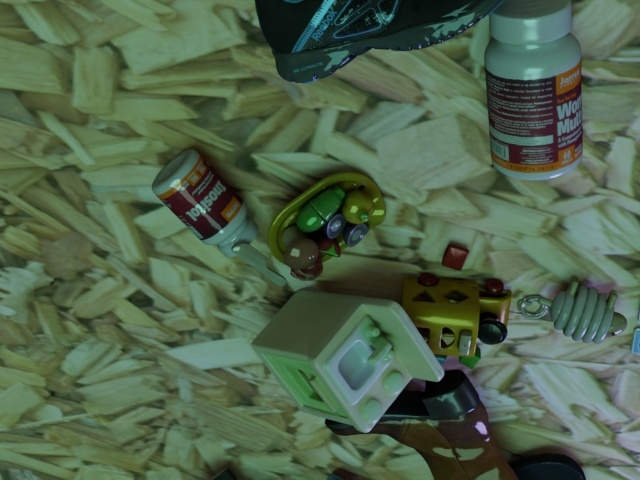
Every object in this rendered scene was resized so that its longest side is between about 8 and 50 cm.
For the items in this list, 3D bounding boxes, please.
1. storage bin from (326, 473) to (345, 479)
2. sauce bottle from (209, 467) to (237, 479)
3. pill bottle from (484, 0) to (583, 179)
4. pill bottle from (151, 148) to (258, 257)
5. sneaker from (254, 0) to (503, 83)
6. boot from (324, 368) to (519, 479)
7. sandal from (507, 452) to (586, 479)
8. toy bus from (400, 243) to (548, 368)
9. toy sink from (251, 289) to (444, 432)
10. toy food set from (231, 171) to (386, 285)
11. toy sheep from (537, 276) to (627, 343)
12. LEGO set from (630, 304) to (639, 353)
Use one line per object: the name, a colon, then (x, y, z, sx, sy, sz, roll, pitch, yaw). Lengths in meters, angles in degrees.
storage bin: (0.047, 0.474, 1.903, 0.091, 0.098, 0.135, 22, 83, -20)
sauce bottle: (-0.080, 0.541, 1.907, 0.111, 0.111, 0.344, -42, 80, 28)
pill bottle: (0.271, -0.198, 1.439, 0.121, 0.121, 0.221, -4, 123, 9)
pill bottle: (-0.160, -0.050, 1.610, 0.086, 0.086, 0.152, -33, 114, 25)
sneaker: (0.079, -0.305, 1.391, 0.340, 0.125, 0.140, -18, 117, 16)
boot: (0.171, 0.347, 1.810, 0.264, 0.096, 0.280, -19, 115, 19)
sandal: (0.287, 0.522, 1.916, 0.167, 0.107, 0.446, 34, 120, -15)
toy bus: (0.206, 0.121, 1.666, 0.202, 0.104, 0.191, -37, 112, 26)
toy sink: (0.035, 0.176, 1.640, 0.234, 0.131, 0.153, 4, 135, 52)
toy food set: (0.000, 0.000, 1.596, 0.218, 0.071, 0.128, -36, 131, 6)
toy sheep: (0.381, 0.104, 1.648, 0.132, 0.091, 0.091, 20, 124, 11)
LEGO set: (0.589, 0.117, 1.647, 0.244, 0.060, 0.182, 3, 127, 5)
